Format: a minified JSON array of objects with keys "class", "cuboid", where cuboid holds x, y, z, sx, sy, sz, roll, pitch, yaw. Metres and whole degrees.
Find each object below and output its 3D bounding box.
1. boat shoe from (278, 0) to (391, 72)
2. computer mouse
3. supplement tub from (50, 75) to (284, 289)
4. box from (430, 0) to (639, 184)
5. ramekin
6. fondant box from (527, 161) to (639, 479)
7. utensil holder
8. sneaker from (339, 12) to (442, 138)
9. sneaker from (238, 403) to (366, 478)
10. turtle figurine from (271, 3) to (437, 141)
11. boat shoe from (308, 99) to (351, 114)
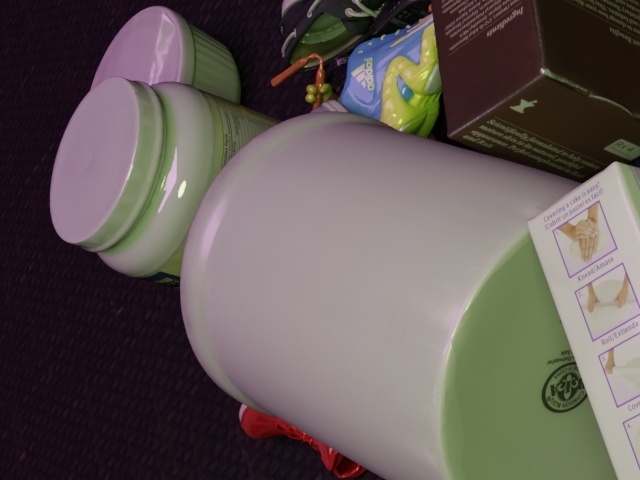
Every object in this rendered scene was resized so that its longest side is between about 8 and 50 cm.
[{"class":"boat shoe","cuboid":[0.048,-0.294,1.675,0.302,0.114,0.091,-31,51,58]},{"class":"computer mouse","cuboid":[0.077,-0.246,1.647,0.242,0.071,0.041,-35,43,45]},{"class":"supplement tub","cuboid":[-0.134,-0.052,1.619,0.235,0.324,0.235,-26,56,46]},{"class":"box","cuboid":[0.218,-0.263,1.359,0.143,0.191,0.381,-34,49,41]},{"class":"ramekin","cuboid":[-0.227,-0.197,1.978,0.273,0.127,0.273,-27,54,45]},{"class":"fondant box","cuboid":[0.308,0.118,0.991,0.096,0.238,0.330,-39,56,38]},{"class":"utensil holder","cuboid":[0.103,0.070,1.259,0.385,0.327,0.328,23,94,52]},{"class":"sneaker","cuboid":[0.101,-0.213,1.480,0.126,0.091,0.240,32,85,26]},{"class":"sneaker","cuboid":[-0.016,0.220,1.552,0.221,0.087,0.128,-35,48,42]},{"class":"turtle figurine","cuboid":[0.078,-0.143,1.565,0.269,0.087,0.217,-12,69,16]},{"class":"boat shoe","cuboid":[-0.001,0.000,1.505,0.118,0.103,0.320,46,141,47]}]
